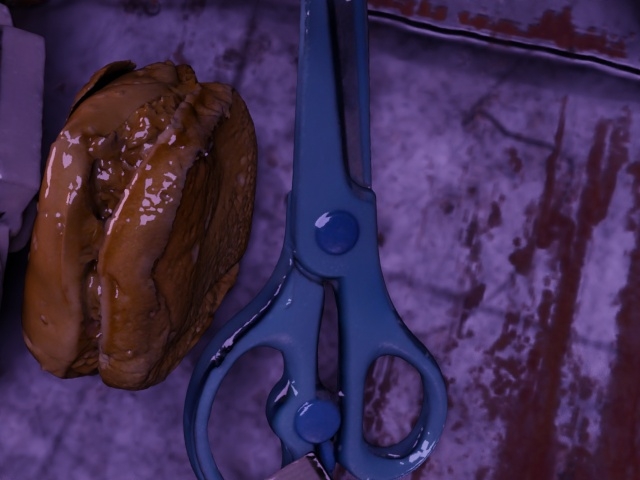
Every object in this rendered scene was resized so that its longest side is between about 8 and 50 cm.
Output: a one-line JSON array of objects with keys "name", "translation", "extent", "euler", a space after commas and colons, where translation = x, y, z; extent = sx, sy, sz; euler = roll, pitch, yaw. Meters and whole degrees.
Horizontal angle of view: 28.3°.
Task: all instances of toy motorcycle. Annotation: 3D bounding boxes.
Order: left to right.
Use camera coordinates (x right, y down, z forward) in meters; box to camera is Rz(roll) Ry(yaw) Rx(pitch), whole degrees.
[{"name": "toy motorcycle", "translation": [-0.246, -0.057, 0.807], "extent": [0.108, 0.223, 0.340], "euler": [13, 63, -34]}]

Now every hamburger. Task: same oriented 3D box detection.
[{"name": "hamburger", "translation": [-0.107, -0.010, 0.792], "extent": [0.108, 0.214, 0.213], "euler": [14, 85, 4]}]

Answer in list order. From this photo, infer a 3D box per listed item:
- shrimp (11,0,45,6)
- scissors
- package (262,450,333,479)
[{"name": "shrimp", "translation": [-0.230, -0.184, 0.907], "extent": [0.092, 0.029, 0.038], "euler": [-2, 83, -1]}, {"name": "scissors", "translation": [0.000, 0.000, 0.803], "extent": [0.180, 0.032, 0.392], "euler": [-5, 105, -21]}, {"name": "package", "translation": [-0.019, 0.287, 0.811], "extent": [0.204, 0.062, 0.250], "euler": [-33, 99, 3]}]
